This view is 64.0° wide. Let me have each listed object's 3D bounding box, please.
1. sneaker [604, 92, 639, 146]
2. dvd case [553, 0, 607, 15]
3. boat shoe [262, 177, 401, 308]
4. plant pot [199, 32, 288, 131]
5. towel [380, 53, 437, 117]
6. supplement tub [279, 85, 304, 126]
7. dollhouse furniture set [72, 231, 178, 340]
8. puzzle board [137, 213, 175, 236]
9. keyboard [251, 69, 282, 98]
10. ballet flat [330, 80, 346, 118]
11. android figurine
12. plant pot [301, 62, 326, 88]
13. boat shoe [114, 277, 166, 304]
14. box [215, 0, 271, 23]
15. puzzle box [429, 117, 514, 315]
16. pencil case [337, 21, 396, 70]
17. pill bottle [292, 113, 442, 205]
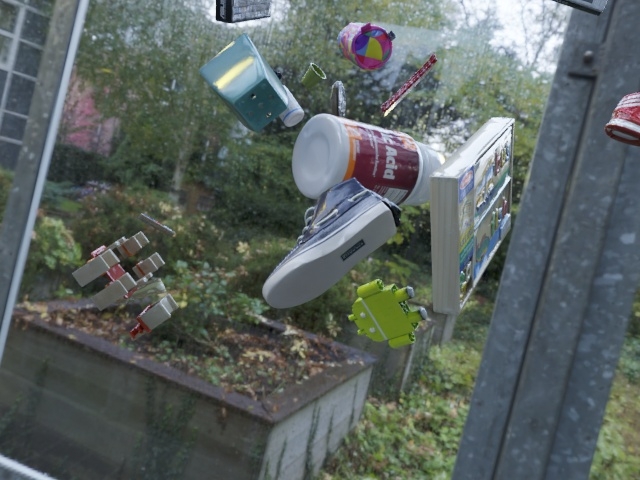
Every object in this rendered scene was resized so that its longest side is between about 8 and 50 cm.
[{"bbox_3d":[0.756,-0.255,1.117,0.221,0.128,0.087,26,-5,5],"label":"sneaker"},{"bbox_3d":[0.565,-0.643,1.185,0.239,0.179,0.029,22,-1,6],"label":"dvd case"},{"bbox_3d":[0.000,0.000,1.119,0.158,0.341,0.127,49,-12,41],"label":"boat shoe"},{"bbox_3d":[-0.186,-0.402,1.357,0.165,0.166,0.234,48,7,-42],"label":"plant pot"},{"bbox_3d":[0.330,-0.581,1.941,0.031,0.275,0.199,46,11,-1],"label":"towel"},{"bbox_3d":[-0.104,-0.407,1.554,0.107,0.071,0.071,56,12,12],"label":"supplement tub"},{"bbox_3d":[-0.520,0.127,1.378,0.259,0.135,0.262,56,10,-10],"label":"dollhouse furniture set"},{"bbox_3d":[-0.567,-0.053,1.771,0.128,0.011,0.096,33,-18,-19],"label":"puzzle board"},{"bbox_3d":[-0.205,-0.475,1.660,0.108,0.180,0.023,17,23,-18],"label":"keyboard"},{"bbox_3d":[0.050,-0.401,1.687,0.058,0.249,0.084,11,40,19],"label":"ballet flat"},{"bbox_3d":[0.214,0.249,1.719,0.273,0.248,0.056,-25,9,37],"label":"android figurine"},{"bbox_3d":[-0.034,-0.662,2.082,0.083,0.079,0.083,35,32,-25],"label":"plant pot"},{"bbox_3d":[-0.534,0.159,1.504,0.153,0.048,0.056,-23,16,-10],"label":"boat shoe"},{"bbox_3d":[-0.232,-0.803,1.595,0.060,0.216,0.270,16,32,16],"label":"box"},{"bbox_3d":[0.316,-0.069,1.032,0.052,0.271,0.409,8,30,31],"label":"puzzle box"},{"bbox_3d":[0.103,-0.470,1.222,0.105,0.104,0.236,13,20,-13],"label":"pencil case"},{"bbox_3d":[0.140,-0.207,1.426,0.393,0.223,0.224,3,7,-37],"label":"pill bottle"}]
